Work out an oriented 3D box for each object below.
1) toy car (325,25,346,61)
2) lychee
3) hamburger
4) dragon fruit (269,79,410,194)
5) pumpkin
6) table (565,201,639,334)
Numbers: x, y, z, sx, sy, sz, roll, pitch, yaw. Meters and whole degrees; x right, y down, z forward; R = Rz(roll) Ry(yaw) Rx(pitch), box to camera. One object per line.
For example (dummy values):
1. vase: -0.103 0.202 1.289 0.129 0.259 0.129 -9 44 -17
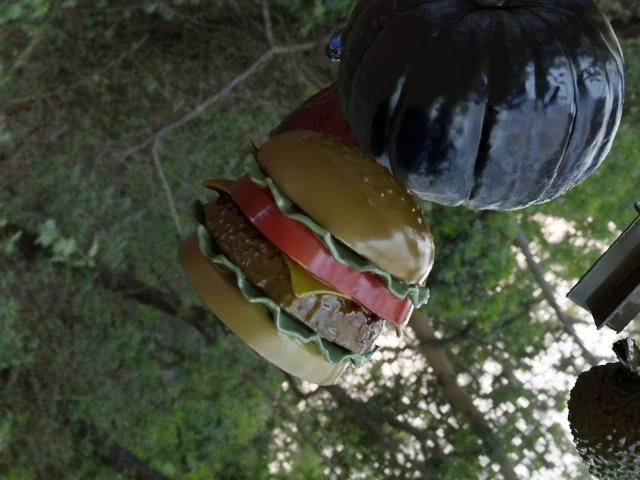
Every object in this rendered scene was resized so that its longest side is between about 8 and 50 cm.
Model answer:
1. toy car: 0.096 -0.333 1.655 0.080 0.171 0.070 -12 -125 55
2. lychee: 0.611 0.349 1.774 0.270 0.270 0.319 158 -62 -81
3. hamburger: 0.000 0.000 0.988 0.212 0.274 0.274 -49 -177 10
4. dragon fruit: 0.072 -0.144 1.594 0.330 0.302 0.240 -63 -154 8
5. pumpkin: 0.195 -0.203 1.153 0.363 0.363 0.266 -49 158 -44
6. table: 0.592 0.064 1.750 0.226 0.167 0.167 -53 -179 20
